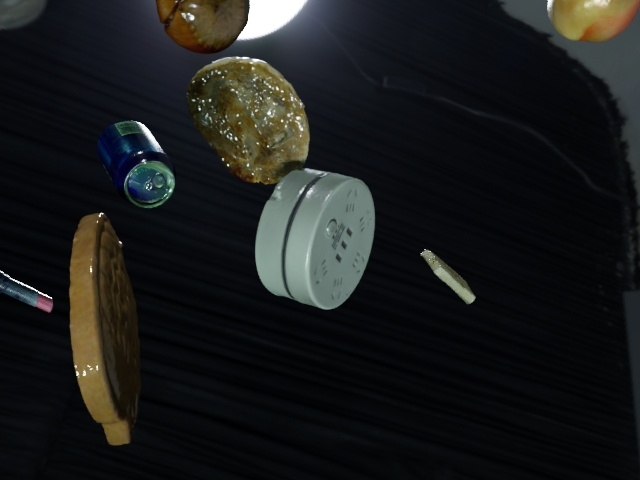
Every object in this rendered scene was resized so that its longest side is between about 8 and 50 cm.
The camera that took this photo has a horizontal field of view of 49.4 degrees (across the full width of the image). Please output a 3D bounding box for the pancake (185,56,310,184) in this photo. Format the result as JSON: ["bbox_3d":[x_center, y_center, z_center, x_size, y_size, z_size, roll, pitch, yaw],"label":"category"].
[{"bbox_3d":[-0.176,-0.298,1.765,0.065,0.356,0.356,-50,-5,-45],"label":"pancake"}]

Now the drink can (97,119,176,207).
[{"bbox_3d":[-0.355,-0.148,1.344,0.205,0.118,0.118,48,120,50],"label":"drink can"}]

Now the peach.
[{"bbox_3d":[0.567,-0.500,1.436,0.184,0.184,0.184,-160,90,-78],"label":"peach"}]

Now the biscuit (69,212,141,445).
[{"bbox_3d":[-0.361,0.147,1.212,0.365,0.062,0.385,90,169,-45],"label":"biscuit"}]

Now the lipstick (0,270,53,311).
[{"bbox_3d":[-0.665,0.089,1.443,0.053,0.234,0.053,-46,25,29],"label":"lipstick"}]

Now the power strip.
[{"bbox_3d":[0.000,0.000,1.739,0.357,0.161,0.358,-35,-48,-51],"label":"power strip"}]

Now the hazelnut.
[{"bbox_3d":[-0.255,-0.492,1.456,0.208,0.208,0.208,-160,90,-78],"label":"hazelnut"}]

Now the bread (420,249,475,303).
[{"bbox_3d":[0.270,0.076,1.460,0.028,0.153,0.068,-43,37,13],"label":"bread"}]
